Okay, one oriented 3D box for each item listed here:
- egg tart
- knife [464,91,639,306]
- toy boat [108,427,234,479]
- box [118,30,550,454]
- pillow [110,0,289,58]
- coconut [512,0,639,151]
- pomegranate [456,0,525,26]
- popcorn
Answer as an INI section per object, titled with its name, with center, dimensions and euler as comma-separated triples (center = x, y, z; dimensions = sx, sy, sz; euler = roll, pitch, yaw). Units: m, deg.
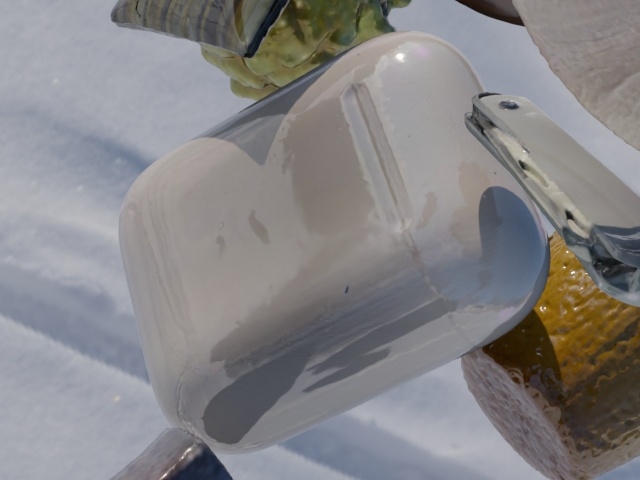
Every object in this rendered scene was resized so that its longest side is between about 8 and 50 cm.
[egg tart]
center = 0.231, 0.106, 1.158
dimensions = 0.171, 0.215, 0.215
euler = -37, 91, -15
[knife]
center = 0.157, -0.038, 0.894
dimensions = 0.073, 0.041, 0.265
euler = 8, 26, -19
[toy boat]
center = -0.150, 0.249, 0.934
dimensions = 0.111, 0.276, 0.293
euler = 40, 56, 17
[box]
center = 0.001, 0.001, 1.120
dimensions = 0.141, 0.349, 0.289
euler = 42, 25, -53
[pillow]
center = -0.072, -0.259, 1.184
dimensions = 0.052, 0.212, 0.208
euler = 41, 77, -41
[coconut]
center = 0.160, -0.119, 0.414
dimensions = 0.224, 0.224, 0.234
euler = 57, 35, 4
[pomegranate]
center = 0.127, -0.271, 0.656
dimensions = 0.290, 0.323, 0.291
euler = 5, 47, -6
[popcorn]
center = -0.029, -0.280, 1.441
dimensions = 0.282, 0.247, 0.282
euler = 9, 80, -59
